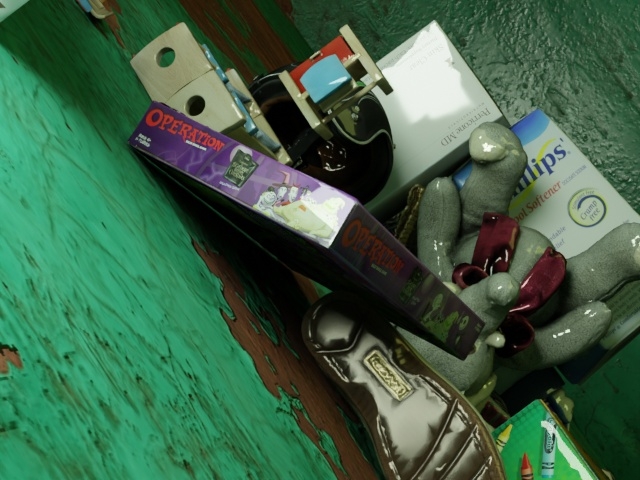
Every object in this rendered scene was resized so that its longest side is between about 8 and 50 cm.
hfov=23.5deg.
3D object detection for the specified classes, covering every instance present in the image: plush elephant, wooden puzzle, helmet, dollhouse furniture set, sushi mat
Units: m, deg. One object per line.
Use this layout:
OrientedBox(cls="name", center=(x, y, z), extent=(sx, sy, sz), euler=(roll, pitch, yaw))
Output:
OrientedBox(cls="plush elephant", center=(0.178, 0.072, 1.728), extent=(0.272, 0.330, 0.255), euler=(42, 32, 2))
OrientedBox(cls="wooden puzzle", center=(-0.222, -0.232, 1.417), extent=(0.078, 0.014, 0.116), euler=(50, 7, -2))
OrientedBox(cls="helmet", center=(-0.002, -0.115, 1.697), extent=(0.169, 0.169, 0.161), euler=(57, 24, 17))
OrientedBox(cls="dollhouse furniture set", center=(-0.055, -0.157, 1.456), extent=(0.129, 0.183, 0.129), euler=(58, 8, 25))
OrientedBox(cls="sushi mat", center=(0.111, 0.006, 1.967), extent=(0.019, 0.151, 0.316), euler=(27, 3, 9))

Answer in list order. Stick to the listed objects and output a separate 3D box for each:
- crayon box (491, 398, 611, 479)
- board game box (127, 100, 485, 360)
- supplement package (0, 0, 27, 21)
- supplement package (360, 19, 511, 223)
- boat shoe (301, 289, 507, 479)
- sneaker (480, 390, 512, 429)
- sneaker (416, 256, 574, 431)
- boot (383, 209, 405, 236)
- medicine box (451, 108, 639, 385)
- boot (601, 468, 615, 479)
OrientedBox(cls="crayon box", center=(0.258, 0.278, 1.436), extent=(0.165, 0.081, 0.278), euler=(57, 7, 38))
OrientedBox(cls="board game box", center=(0.000, 0.000, 1.309), extent=(0.208, 0.056, 0.347), euler=(32, -4, 28))
OrientedBox(cls="supplement package", center=(-0.237, -0.284, 1.081), extent=(0.139, 0.134, 0.244), euler=(48, 10, -39))
OrientedBox(cls="supplement package", center=(0.090, -0.126, 1.916), extent=(0.145, 0.262, 0.204), euler=(55, 8, 7))
OrientedBox(cls="boat shoe", center=(0.083, 0.153, 1.305), extent=(0.257, 0.095, 0.095), euler=(58, 2, 26))
OrientedBox(cls="sneaker", center=(0.217, 0.231, 1.889), extent=(0.170, 0.063, 0.075), euler=(51, 13, 8))
OrientedBox(cls="sneaker", center=(0.237, 0.158, 1.969), extent=(0.236, 0.130, 0.323), euler=(47, -8, 37))
OrientedBox(cls="boot", center=(0.116, -0.034, 2.336), extent=(0.229, 0.091, 0.263), euler=(56, 6, 19))
OrientedBox(cls="medicine box", center=(0.305, 0.015, 1.979), extent=(0.289, 0.149, 0.263), euler=(49, -9, 12))
OrientedBox(cls="boot", center=(0.353, 0.404, 1.703), extent=(0.284, 0.138, 0.377), euler=(50, 16, 12))
